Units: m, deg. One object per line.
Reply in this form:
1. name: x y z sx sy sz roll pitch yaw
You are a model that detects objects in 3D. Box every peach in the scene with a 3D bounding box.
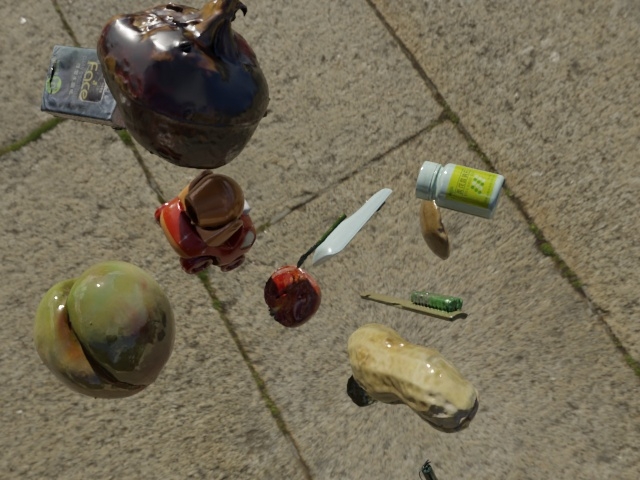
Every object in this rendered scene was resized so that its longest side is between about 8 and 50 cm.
1. peach: -0.451 0.193 1.214 0.291 0.247 0.293 -2 109 -6

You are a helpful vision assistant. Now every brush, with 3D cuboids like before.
1. brush: 0.191 0.128 1.215 0.054 0.282 0.048 5 90 -35

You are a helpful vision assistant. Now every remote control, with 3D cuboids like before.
1. remote control: 0.081 -0.039 1.480 0.051 0.103 0.293 48 56 -3

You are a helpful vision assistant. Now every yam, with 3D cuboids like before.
1. yam: 0.153 0.325 1.351 0.183 0.107 0.107 -15 70 -40

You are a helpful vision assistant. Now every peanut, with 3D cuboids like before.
1. peanut: 0.150 0.234 0.987 0.290 0.130 0.130 17 77 52

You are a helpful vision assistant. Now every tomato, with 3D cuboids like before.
1. tomato: -0.056 0.142 1.388 0.139 0.091 0.159 -51 50 13

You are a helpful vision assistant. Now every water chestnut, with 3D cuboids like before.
1. water chestnut: -0.243 -0.323 1.067 0.335 0.347 0.335 17 45 -18

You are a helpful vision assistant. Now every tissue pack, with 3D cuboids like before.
1. tissue pack: -0.549 -0.368 1.358 0.235 0.073 0.174 14 88 22

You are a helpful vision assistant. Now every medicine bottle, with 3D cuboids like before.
1. medicine bottle: 0.143 -0.053 0.584 0.083 0.047 0.047 17 80 17

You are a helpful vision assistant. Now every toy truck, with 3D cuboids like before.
1. toy truck: -0.237 -0.054 1.325 0.239 0.264 0.189 -39 74 25

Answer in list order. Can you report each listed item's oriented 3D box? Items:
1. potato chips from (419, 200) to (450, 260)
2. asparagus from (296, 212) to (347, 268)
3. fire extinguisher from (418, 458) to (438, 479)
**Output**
1. potato chips: 0.278 -0.037 1.401 0.061 0.195 0.208 -12 45 13
2. asparagus: 0.000 0.000 1.223 0.163 0.016 0.016 -46 101 -15
3. fire extinguisher: 0.239 0.521 1.258 0.038 0.025 0.083 -30 118 -11
